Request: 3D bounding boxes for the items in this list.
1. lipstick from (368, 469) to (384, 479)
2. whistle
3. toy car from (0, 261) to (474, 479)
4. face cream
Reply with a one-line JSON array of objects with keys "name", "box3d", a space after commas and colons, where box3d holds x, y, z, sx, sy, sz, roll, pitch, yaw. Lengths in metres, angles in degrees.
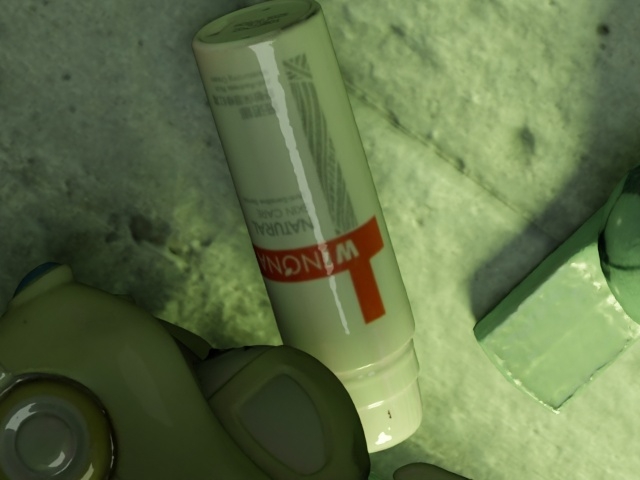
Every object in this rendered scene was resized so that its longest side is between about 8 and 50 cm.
[{"name": "lipstick", "box3d": [0.052, 0.237, 1.534, 0.290, 0.076, 0.077, 33, 103, -15]}, {"name": "whistle", "box3d": [0.253, 0.026, 1.436, 0.163, 0.163, 0.290, 42, 100, -19]}, {"name": "toy car", "box3d": [-0.063, 0.146, 1.343, 0.226, 0.242, 0.336, -45, 78, 0]}, {"name": "face cream", "box3d": [0.000, 0.000, 1.426, 0.102, 0.102, 0.345, -17, 110, 0]}]
